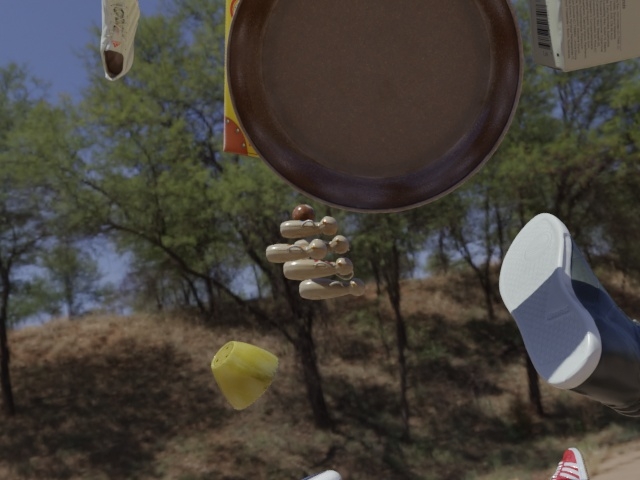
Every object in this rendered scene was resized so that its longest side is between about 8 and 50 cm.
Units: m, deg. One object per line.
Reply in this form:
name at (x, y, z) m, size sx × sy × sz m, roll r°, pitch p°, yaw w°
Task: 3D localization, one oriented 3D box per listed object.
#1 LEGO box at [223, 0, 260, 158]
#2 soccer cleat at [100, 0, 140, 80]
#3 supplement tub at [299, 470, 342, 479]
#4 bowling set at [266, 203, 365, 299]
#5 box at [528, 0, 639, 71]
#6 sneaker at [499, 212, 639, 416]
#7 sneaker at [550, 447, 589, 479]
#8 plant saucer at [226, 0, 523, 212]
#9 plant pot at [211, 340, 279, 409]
LEGO box at (0.051, -0.366, 1.104) m, size 0.373 × 0.500 × 0.193 m, roll 14°, pitch 20°, yaw 33°
soccer cleat at (-0.371, -0.386, 1.323) m, size 0.068 × 0.076 × 0.196 m, roll 11°, pitch -48°, yaw -1°
supplement tub at (0.001, 0.601, 1.380) m, size 0.191 × 0.272 × 0.191 m, roll -23°, pitch -12°, yaw -5°
bowling set at (0.000, 0.000, 1.582) m, size 0.154 × 0.199 × 0.287 m, roll -4°, pitch -22°, yaw 16°
box at (0.411, -0.297, 0.908) m, size 0.275 × 0.113 × 0.094 m, roll -12°, pitch 21°, yaw -5°
sneaker at (0.301, 0.086, 0.827) m, size 0.147 × 0.295 × 0.104 m, roll 31°, pitch -61°, yaw -16°
sneaker at (0.282, 0.287, 0.851) m, size 0.067 × 0.042 × 0.118 m, roll -8°, pitch 18°, yaw 12°
plant saucer at (0.055, -0.181, 0.771) m, size 0.311 × 0.310 × 0.050 m, roll -18°, pitch 18°, yaw 17°
plant pot at (-0.164, 0.259, 1.461) m, size 0.134 × 0.095 × 0.134 m, roll -39°, pitch 21°, yaw 18°
